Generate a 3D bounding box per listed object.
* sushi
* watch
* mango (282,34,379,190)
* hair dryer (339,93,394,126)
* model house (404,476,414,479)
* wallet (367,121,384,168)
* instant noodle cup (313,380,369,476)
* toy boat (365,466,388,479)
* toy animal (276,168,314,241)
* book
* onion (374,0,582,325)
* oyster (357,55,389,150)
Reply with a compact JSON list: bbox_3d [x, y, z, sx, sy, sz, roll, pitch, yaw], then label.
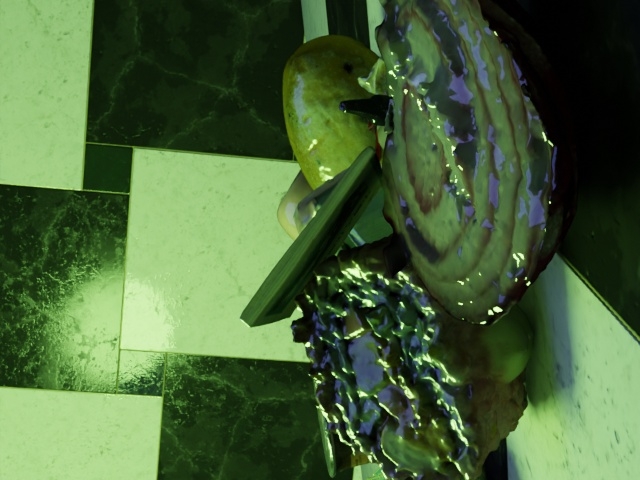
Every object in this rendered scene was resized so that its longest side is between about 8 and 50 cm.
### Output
[{"bbox_3d":[0.116,0.116,1.040,0.236,0.170,0.270,-17,91,43],"label":"sushi"},{"bbox_3d":[0.091,0.020,1.390,0.241,0.161,0.253,49,172,34],"label":"watch"},{"bbox_3d":[0.047,-0.164,1.573,0.176,0.175,0.330,11,122,51],"label":"mango"},{"bbox_3d":[0.103,-0.103,0.968,0.050,0.194,0.173,6,107,55],"label":"hair dryer"},{"bbox_3d":[0.132,0.382,1.289,0.204,0.211,0.243,90,171,-50],"label":"model house"},{"bbox_3d":[0.102,-0.203,1.302,0.241,0.067,0.141,93,-172,-58],"label":"wallet"},{"bbox_3d":[0.096,0.231,1.483,0.217,0.207,0.218,172,90,-87],"label":"instant noodle cup"},{"bbox_3d":[0.142,0.460,1.943,0.091,0.110,0.175,111,149,-82],"label":"toy boat"},{"bbox_3d":[0.042,-0.037,1.743,0.213,0.256,0.195,-46,-7,-45],"label":"toy animal"},{"bbox_3d":[0.000,0.000,1.060,0.215,0.025,0.282,-54,-6,3],"label":"book"},{"bbox_3d":[0.147,-0.074,0.809,0.280,0.146,0.314,-123,29,-47],"label":"onion"},{"bbox_3d":[0.130,-0.079,1.172,0.275,0.100,0.271,64,176,0],"label":"oyster"}]
